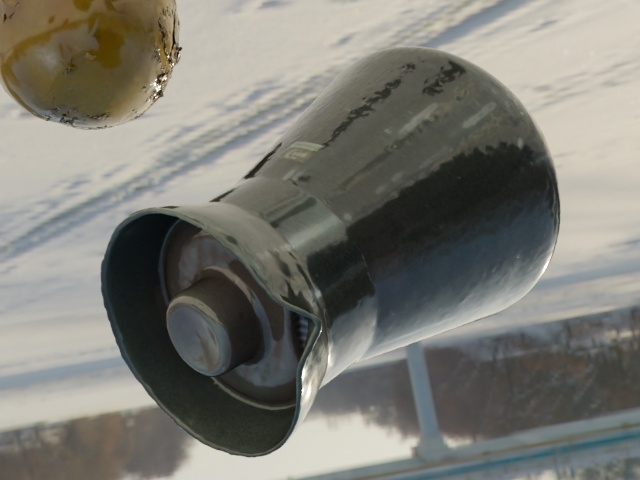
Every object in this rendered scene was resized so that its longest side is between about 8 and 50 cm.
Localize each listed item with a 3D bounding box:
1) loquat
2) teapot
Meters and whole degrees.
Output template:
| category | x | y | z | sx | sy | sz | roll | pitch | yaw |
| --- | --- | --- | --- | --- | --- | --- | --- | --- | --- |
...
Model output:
| category | x | y | z | sx | sy | sz | roll | pitch | yaw |
| --- | --- | --- | --- | --- | --- | --- | --- | --- | --- |
| loquat | -0.279 | -0.244 | 1.340 | 0.235 | 0.234 | 0.235 | -10 | 174 | -1 |
| teapot | 0.000 | 0.000 | 0.919 | 0.300 | 0.253 | 0.344 | -3 | -160 | 44 |
